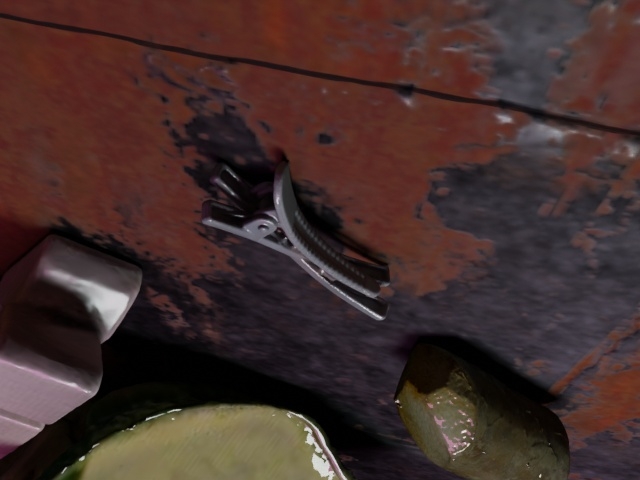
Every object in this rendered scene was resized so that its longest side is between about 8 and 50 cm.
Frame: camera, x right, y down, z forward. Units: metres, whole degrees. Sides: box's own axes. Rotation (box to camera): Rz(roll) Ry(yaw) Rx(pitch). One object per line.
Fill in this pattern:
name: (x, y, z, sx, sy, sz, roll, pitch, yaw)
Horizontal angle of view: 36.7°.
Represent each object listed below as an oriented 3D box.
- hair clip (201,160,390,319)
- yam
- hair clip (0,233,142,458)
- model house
hair clip: (0.000, 0.001, 0.441, 0.039, 0.030, 0.115, -11, 146, 39)
yam: (0.099, 0.118, 0.597, 0.146, 0.069, 0.070, 31, 150, -36)
hair clip: (-0.220, 0.086, 0.655, 0.085, 0.101, 0.331, 27, 151, -19)
model house: (-0.122, 0.231, 0.816, 0.321, 0.261, 0.266, 46, 168, -24)
